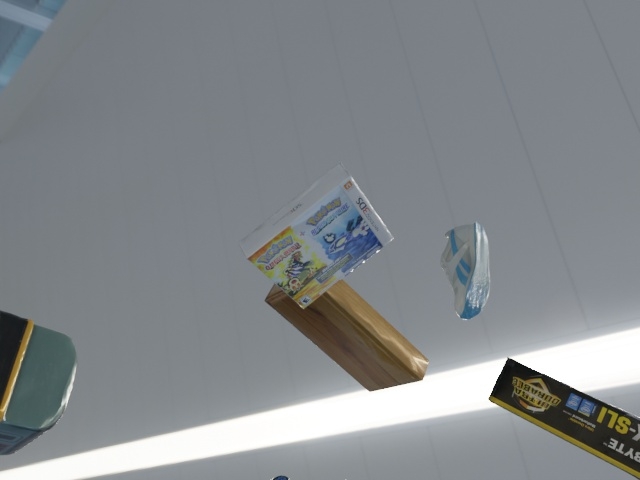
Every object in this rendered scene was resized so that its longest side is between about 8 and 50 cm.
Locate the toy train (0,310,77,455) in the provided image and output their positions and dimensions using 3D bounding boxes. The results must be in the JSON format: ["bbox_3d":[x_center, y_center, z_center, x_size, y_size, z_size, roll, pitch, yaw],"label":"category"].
[{"bbox_3d":[-0.391,0.163,0.525,0.334,0.190,0.142,-35,-140,31],"label":"toy train"}]

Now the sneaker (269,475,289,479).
[{"bbox_3d":[-0.069,0.375,0.634,0.147,0.330,0.129,58,-46,36],"label":"sneaker"}]

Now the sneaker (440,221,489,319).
[{"bbox_3d":[0.328,0.073,1.234,0.092,0.087,0.228,-13,-123,41],"label":"sneaker"}]

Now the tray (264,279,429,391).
[{"bbox_3d":[0.069,0.237,1.401,0.203,0.411,0.076,-30,-158,45],"label":"tray"}]

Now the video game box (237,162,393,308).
[{"bbox_3d":[0.000,0.000,0.880,0.205,0.187,0.048,-39,-135,3],"label":"video game box"}]

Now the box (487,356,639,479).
[{"bbox_3d":[0.416,0.285,0.863,0.257,0.322,0.079,26,-94,25],"label":"box"}]
